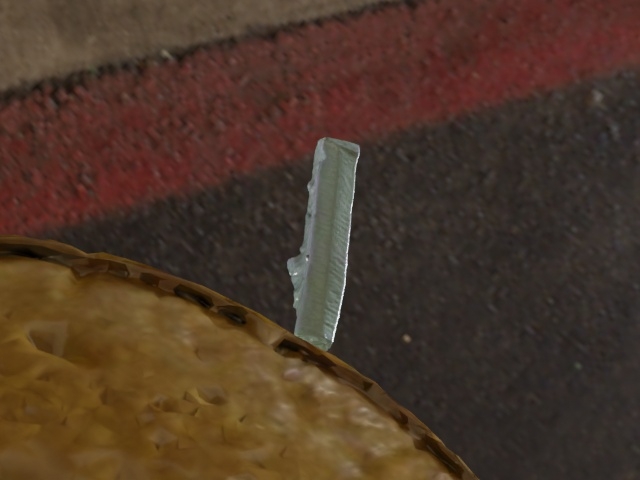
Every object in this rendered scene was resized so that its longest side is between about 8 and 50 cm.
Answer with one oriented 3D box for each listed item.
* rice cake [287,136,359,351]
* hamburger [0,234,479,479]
[{"bbox_3d":[0.000,0.000,1.229,0.042,0.180,0.030,13,147,-8],"label":"rice cake"},{"bbox_3d":[-0.066,0.168,0.469,0.287,0.445,0.268,-26,144,-43],"label":"hamburger"}]
